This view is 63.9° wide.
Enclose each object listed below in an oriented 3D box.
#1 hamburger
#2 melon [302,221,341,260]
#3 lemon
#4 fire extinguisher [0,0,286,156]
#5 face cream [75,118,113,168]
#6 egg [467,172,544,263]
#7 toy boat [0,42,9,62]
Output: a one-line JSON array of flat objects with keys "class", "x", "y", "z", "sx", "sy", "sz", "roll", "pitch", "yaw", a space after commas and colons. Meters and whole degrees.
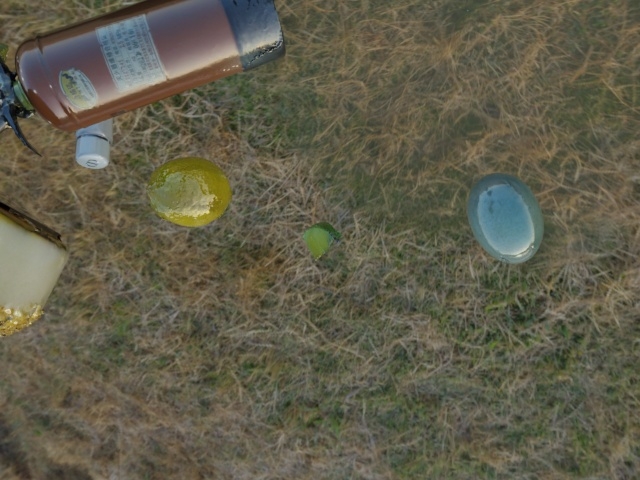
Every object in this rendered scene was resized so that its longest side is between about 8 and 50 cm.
[{"class": "hamburger", "x": -0.450, "y": 0.003, "z": 0.596, "sx": 0.294, "sy": 0.276, "sz": 0.179, "roll": 33, "pitch": 79, "yaw": 14}, {"class": "melon", "x": 0.001, "y": 0.000, "z": 1.495, "sx": 0.053, "sy": 0.262, "sz": 0.114, "roll": 0, "pitch": 86, "yaw": -17}, {"class": "lemon", "x": -0.373, "y": -0.140, "z": 1.475, "sx": 0.204, "sy": 0.260, "sz": 0.204, "roll": 2, "pitch": 92, "yaw": 54}, {"class": "fire extinguisher", "x": -0.245, "y": -0.241, "z": 0.621, "sx": 0.376, "sy": 0.113, "sz": 0.200, "roll": -23, "pitch": 73, "yaw": -5}, {"class": "face cream", "x": -0.592, "y": -0.345, "z": 1.366, "sx": 0.143, "sy": 0.089, "sz": 0.314, "roll": -22, "pitch": 62, "yaw": 43}, {"class": "egg", "x": 0.457, "y": -0.054, "z": 1.270, "sx": 0.169, "sy": 0.169, "sz": 0.236, "roll": -26, "pitch": 95, "yaw": 24}, {"class": "toy boat", "x": -0.455, "y": -0.212, "z": 0.710, "sx": 0.016, "sy": 0.063, "sz": 0.115, "roll": 17, "pitch": 112, "yaw": -24}]
